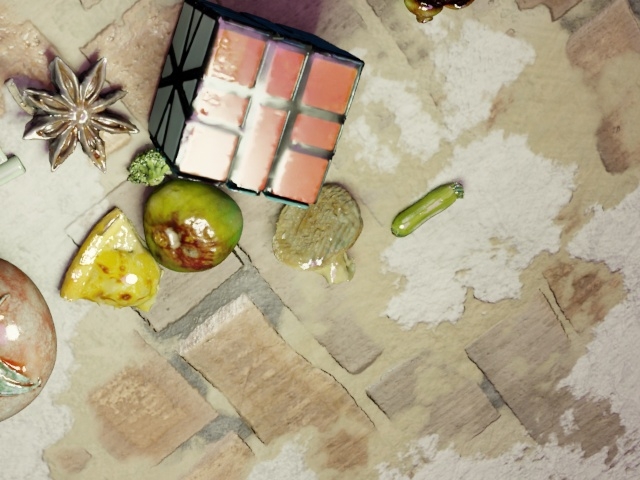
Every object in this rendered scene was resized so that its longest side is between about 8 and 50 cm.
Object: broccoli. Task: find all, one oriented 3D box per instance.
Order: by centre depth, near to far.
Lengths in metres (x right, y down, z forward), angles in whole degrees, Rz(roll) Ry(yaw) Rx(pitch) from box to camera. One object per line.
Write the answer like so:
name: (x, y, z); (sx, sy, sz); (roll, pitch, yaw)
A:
broccoli: (-0.306, -0.133, 1.811); (0.097, 0.092, 0.095); (19, 131, -30)

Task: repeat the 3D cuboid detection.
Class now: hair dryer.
hair dryer: (-0.590, -0.161, 1.734); (0.063, 0.038, 0.124); (-30, 112, -6)

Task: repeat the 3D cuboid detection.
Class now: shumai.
shumai: (0.000, 0.000, 1.962); (0.209, 0.161, 0.153); (-58, 154, -25)

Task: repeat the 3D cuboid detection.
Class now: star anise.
star anise: (-0.451, -0.233, 1.725); (0.262, 0.081, 0.230); (20, 104, -37)

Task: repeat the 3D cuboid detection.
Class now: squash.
squash: (0.226, -0.067, 2.052); (0.183, 0.052, 0.052); (-34, 118, -3)

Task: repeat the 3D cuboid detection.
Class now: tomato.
tomato: (-0.631, 0.182, 1.713); (0.317, 0.282, 0.316); (-7, 110, -19)

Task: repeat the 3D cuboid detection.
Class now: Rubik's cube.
Rubik's cube: (-0.128, -0.251, 1.722); (0.283, 0.288, 0.293); (15, 103, -25)

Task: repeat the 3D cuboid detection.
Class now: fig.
fig: (-0.238, -0.031, 1.840); (0.191, 0.181, 0.181); (-13, 118, -45)

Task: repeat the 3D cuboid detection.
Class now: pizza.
pizza: (-0.382, 0.047, 1.864); (0.188, 0.080, 0.204); (18, 102, -25)

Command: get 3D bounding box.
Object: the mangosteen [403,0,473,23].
mangosteen: (0.216, -0.513, 1.802); (0.211, 0.211, 0.250); (-9, 144, -16)
